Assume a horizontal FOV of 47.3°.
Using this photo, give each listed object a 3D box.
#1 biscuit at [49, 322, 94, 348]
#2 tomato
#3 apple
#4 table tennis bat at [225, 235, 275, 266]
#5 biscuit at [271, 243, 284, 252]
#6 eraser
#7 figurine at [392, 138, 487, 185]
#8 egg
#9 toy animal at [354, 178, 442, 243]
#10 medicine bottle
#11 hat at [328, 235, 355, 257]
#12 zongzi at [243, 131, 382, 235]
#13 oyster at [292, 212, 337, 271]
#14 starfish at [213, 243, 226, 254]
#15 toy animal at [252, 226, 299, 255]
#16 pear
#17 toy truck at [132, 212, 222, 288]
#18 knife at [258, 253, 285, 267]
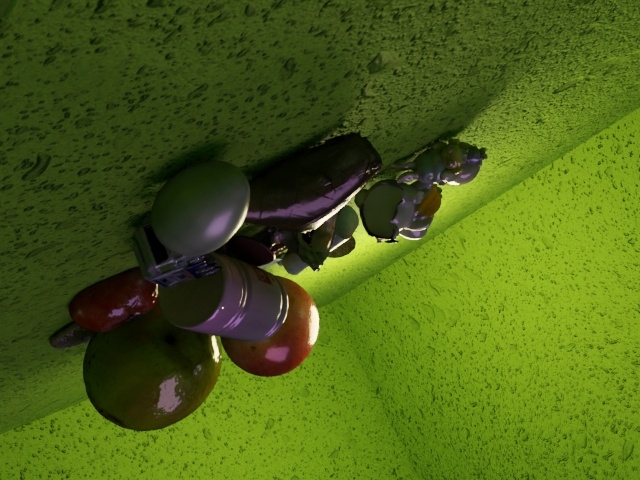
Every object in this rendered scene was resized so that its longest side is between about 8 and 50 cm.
[{"bbox_3d":[-0.684,0.266,2.037,0.133,0.032,0.250,-24,170,-13],"label":"biscuit"},{"bbox_3d":[-0.495,0.157,1.802,0.237,0.095,0.237,-27,170,-5],"label":"tomato"},{"bbox_3d":[-0.186,0.290,2.564,0.364,0.363,0.364,-26,170,-5],"label":"apple"},{"bbox_3d":[-0.213,0.037,1.937,0.234,0.131,0.022,-17,-134,49],"label":"table tennis bat"},{"bbox_3d":[-0.177,0.048,2.137,0.305,0.038,0.305,-31,179,0],"label":"biscuit"},{"bbox_3d":[0.000,0.000,2.215,0.227,0.081,0.174,-37,-168,32],"label":"eraser"},{"bbox_3d":[0.329,-0.209,2.016,0.236,0.127,0.155,-9,-177,-34],"label":"figurine"},{"bbox_3d":[-0.209,-0.059,1.295,0.209,0.151,0.151,-34,168,31],"label":"egg"},{"bbox_3d":[0.232,-0.087,2.159,0.247,0.182,0.310,-6,180,24],"label":"toy animal"},{"bbox_3d":[-0.238,0.144,1.850,0.202,0.202,0.316,-30,156,15],"label":"medicine bottle"},{"bbox_3d":[0.046,-0.013,2.460,0.146,0.067,0.146,1,136,1],"label":"hat"},{"bbox_3d":[-0.048,-0.119,1.470,0.274,0.145,0.300,-38,159,30],"label":"zongzi"},{"bbox_3d":[-0.017,-0.043,1.833,0.101,0.275,0.271,10,158,12],"label":"oyster"},{"bbox_3d":[-0.315,0.063,1.920,0.138,0.050,0.247,-23,155,-20],"label":"starfish"},{"bbox_3d":[-0.098,-0.027,1.932,0.095,0.219,0.155,18,99,-53],"label":"toy animal"},{"bbox_3d":[-0.447,0.327,1.999,0.391,0.391,0.391,-26,170,-5],"label":"pear"},{"bbox_3d":[-0.309,0.022,1.526,0.155,0.124,0.268,-22,171,-4],"label":"toy truck"},{"bbox_3d":[-0.155,0.072,2.426,0.080,0.044,0.331,-29,165,31],"label":"knife"}]
